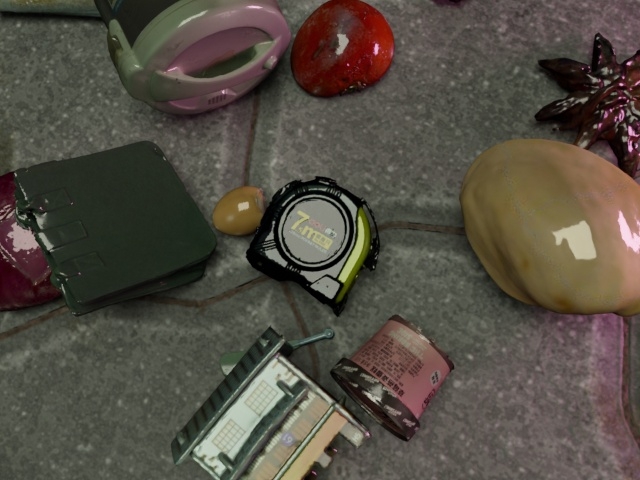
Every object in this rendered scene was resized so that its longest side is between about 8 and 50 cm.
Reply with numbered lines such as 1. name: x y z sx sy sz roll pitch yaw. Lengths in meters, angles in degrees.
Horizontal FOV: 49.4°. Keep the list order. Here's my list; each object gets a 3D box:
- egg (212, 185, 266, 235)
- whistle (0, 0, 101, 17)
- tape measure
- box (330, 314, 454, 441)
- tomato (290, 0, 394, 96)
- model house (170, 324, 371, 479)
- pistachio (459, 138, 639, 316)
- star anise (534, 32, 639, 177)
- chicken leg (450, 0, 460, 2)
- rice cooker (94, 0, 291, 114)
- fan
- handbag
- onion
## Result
1. egg: -0.133 -0.047 1.154 0.096 0.080 0.080 -14 74 11
2. whistle: -0.465 -0.452 1.307 0.326 0.057 0.068 5 88 7
3. tape measure: 0.000 0.000 1.113 0.199 0.112 0.186 30 88 7
4. box: 0.112 0.197 1.033 0.151 0.151 0.135 39 73 14
5. tomato: 0.032 -0.347 1.203 0.189 0.099 0.173 -14 76 4
6. model house: -0.063 0.274 1.000 0.215 0.198 0.224 39 83 8
7. pistachio: 0.353 -0.014 1.026 0.321 0.229 0.238 45 110 25
8. star anise: 0.477 -0.239 1.127 0.272 0.102 0.272 -1 73 3
9. chicken leg: 0.211 -0.579 1.263 0.177 0.083 0.322 -20 76 -8
10. rice cooker: -0.214 -0.366 1.144 0.288 0.288 0.277 -26 74 -1
11. fan: -0.071 0.176 1.121 0.193 0.016 0.038 -18 72 2
12. handbag: -0.326 -0.024 1.107 0.260 0.079 0.247 -20 69 -35
13. onion: -0.492 -0.022 1.153 0.247 0.111 0.250 -11 69 13
